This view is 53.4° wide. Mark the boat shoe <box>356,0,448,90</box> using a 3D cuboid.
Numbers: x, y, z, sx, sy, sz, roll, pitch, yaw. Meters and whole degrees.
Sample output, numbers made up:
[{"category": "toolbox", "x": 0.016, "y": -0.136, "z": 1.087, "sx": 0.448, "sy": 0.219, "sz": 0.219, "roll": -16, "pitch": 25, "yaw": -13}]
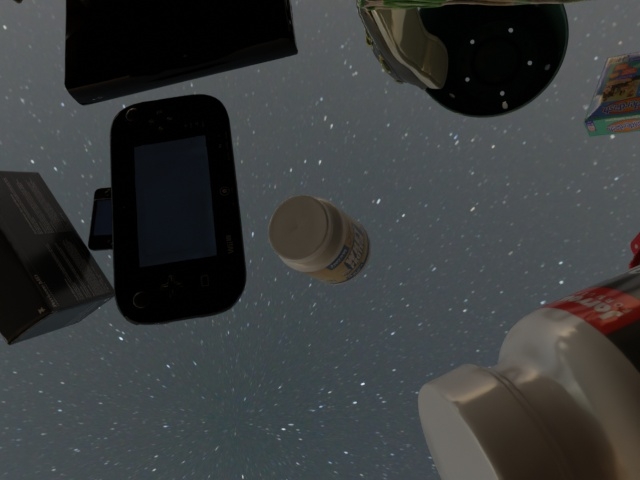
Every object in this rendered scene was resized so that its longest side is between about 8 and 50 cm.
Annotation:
[{"category": "boat shoe", "x": 0.128, "y": -0.342, "z": 1.088, "sx": 0.091, "sy": 0.305, "sz": 0.109, "roll": 10, "pitch": -97, "yaw": 31}]

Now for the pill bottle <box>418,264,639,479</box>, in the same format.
[{"category": "pill bottle", "x": 0.281, "y": 0.127, "z": 0.520, "sx": 0.362, "sy": 0.210, "sz": 0.210, "roll": -21, "pitch": -102, "yaw": -10}]

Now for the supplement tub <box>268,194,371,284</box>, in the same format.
[{"category": "supplement tub", "x": 0.000, "y": 0.000, "z": 1.223, "sx": 0.144, "sy": 0.199, "sz": 0.144, "roll": -7, "pitch": -106, "yaw": 24}]

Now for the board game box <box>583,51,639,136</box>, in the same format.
[{"category": "board game box", "x": 0.656, "y": -0.311, "z": 1.321, "sx": 0.047, "sy": 0.160, "sz": 0.210, "roll": 50, "pitch": -123, "yaw": -34}]

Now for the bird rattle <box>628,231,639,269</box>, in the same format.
[{"category": "bird rattle", "x": 0.645, "y": 0.032, "z": 1.029, "sx": 0.207, "sy": 0.143, "sz": 0.253, "roll": -48, "pitch": -124, "yaw": 18}]

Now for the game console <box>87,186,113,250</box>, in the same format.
[{"category": "game console", "x": -0.355, "y": -0.052, "z": 1.099, "sx": 0.107, "sy": 0.071, "sz": 0.122, "roll": -3, "pitch": -114, "yaw": 4}]

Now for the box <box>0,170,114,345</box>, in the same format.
[{"category": "box", "x": -0.480, "y": 0.018, "z": 1.029, "sx": 0.103, "sy": 0.184, "sz": 0.261, "roll": -35, "pitch": -94, "yaw": 10}]

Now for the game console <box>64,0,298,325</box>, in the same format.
[{"category": "game console", "x": -0.117, "y": -0.108, "z": 0.553, "sx": 0.213, "sy": 0.044, "sz": 0.361, "roll": -12, "pitch": -111, "yaw": 8}]

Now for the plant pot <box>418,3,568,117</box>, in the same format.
[{"category": "plant pot", "x": 0.353, "y": -0.391, "z": 1.315, "sx": 0.293, "sy": 0.235, "sz": 0.293, "roll": 2, "pitch": -84, "yaw": 19}]

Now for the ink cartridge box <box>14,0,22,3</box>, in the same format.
[{"category": "ink cartridge box", "x": -0.314, "y": -0.295, "z": 0.428, "sx": 0.045, "sy": 0.224, "sz": 0.223, "roll": -14, "pitch": -106, "yaw": 34}]

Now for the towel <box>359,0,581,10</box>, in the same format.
[{"category": "towel", "x": 0.218, "y": -0.416, "z": 0.872, "sx": 0.324, "sy": 0.038, "sz": 0.248, "roll": 1, "pitch": -117, "yaw": 8}]
